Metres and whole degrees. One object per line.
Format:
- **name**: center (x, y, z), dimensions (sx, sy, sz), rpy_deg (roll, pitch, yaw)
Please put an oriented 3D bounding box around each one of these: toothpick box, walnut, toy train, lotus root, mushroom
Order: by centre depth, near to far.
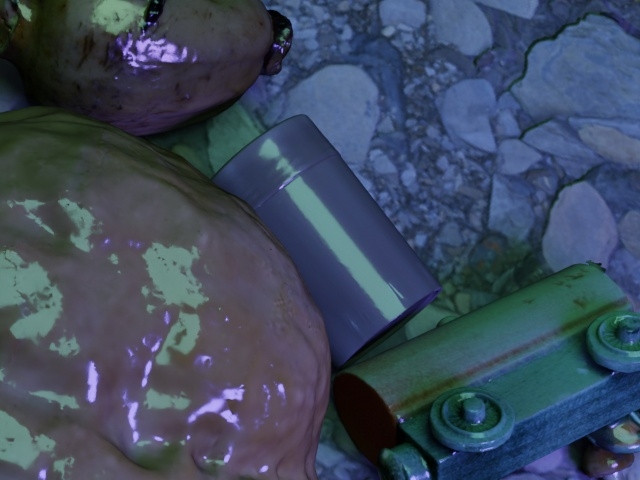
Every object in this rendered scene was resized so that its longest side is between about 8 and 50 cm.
- **walnut**: center (-0.177, 0.094, 1.355), dimensions (0.383, 0.383, 0.384), rpy_deg (7, 64, -15)
- **toy train**: center (0.148, 0.112, 1.573), dimensions (0.285, 0.116, 0.177), rpy_deg (-24, 42, -25)
- **toothpick box**: center (0.000, 0.000, 1.579), dimensions (0.111, 0.111, 0.181), rpy_deg (-34, 81, -28)
- **lotus root**: center (-0.145, -0.156, 1.580), dimensions (0.256, 0.154, 0.140), rpy_deg (-1, 61, -22)
- **mushroom**: center (0.323, 0.275, 1.601), dimensions (0.306, 0.043, 0.068), rpy_deg (44, 81, 3)
